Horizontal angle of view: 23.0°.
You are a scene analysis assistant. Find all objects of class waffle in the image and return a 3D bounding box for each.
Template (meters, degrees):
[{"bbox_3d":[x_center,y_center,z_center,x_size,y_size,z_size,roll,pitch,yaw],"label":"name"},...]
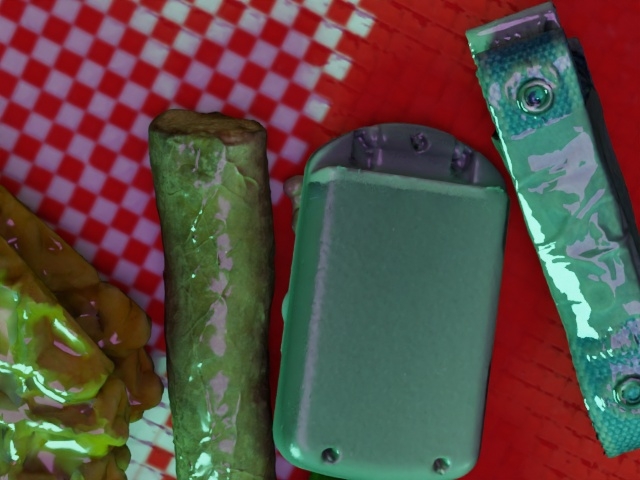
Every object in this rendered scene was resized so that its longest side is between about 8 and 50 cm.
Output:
[{"bbox_3d":[-0.268,0.079,0.983,0.324,0.151,0.261,40,95,-14],"label":"waffle"}]

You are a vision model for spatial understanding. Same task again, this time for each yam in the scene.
[{"bbox_3d":[-0.062,0.092,1.031,0.081,0.081,0.356,-4,105,-1],"label":"yam"}]

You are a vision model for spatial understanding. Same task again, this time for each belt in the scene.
[{"bbox_3d":[0.168,-0.003,1.011,0.072,0.087,0.302,-16,104,15],"label":"belt"}]

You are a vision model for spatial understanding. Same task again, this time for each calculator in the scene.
[{"bbox_3d":[0.046,0.047,1.004,0.141,0.045,0.246,6,89,-17],"label":"calculator"}]

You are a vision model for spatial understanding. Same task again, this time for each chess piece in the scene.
[{"bbox_3d":[0.000,0.000,1.032,0.035,0.035,0.092,-24,99,4],"label":"chess piece"}]

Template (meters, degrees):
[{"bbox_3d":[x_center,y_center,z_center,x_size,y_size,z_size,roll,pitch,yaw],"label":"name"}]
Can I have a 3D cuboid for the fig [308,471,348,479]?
[{"bbox_3d":[0.029,0.186,1.047,0.117,0.117,0.177,-13,94,1],"label":"fig"}]
